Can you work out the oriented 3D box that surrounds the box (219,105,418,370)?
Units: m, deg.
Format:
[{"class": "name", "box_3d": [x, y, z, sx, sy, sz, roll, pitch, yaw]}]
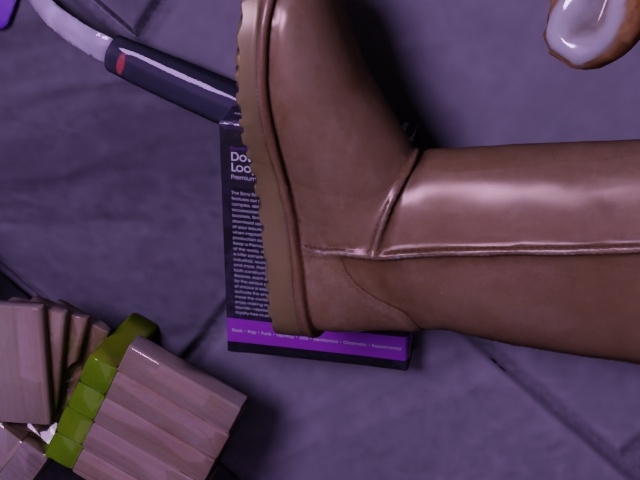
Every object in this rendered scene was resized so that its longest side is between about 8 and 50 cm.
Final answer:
[{"class": "box", "box_3d": [0.000, 0.000, 0.926, 0.116, 0.029, 0.162, 6, 122, 10]}]

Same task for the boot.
[{"class": "boot", "box_3d": [0.102, -0.042, 0.811, 0.270, 0.089, 0.236, 2, 121, 16]}]

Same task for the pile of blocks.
[{"class": "pile of blocks", "box_3d": [-0.216, 0.092, 1.056, 0.362, 0.112, 0.149, 6, 108, 11]}]

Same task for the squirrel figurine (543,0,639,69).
[{"class": "squirrel figurine", "box_3d": [0.145, -0.261, 0.605, 0.397, 0.281, 0.370, 25, 138, 31]}]

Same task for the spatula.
[{"class": "spatula", "box_3d": [-0.145, -0.129, 0.941, 0.296, 0.030, 0.084, 29, 128, 10]}]
